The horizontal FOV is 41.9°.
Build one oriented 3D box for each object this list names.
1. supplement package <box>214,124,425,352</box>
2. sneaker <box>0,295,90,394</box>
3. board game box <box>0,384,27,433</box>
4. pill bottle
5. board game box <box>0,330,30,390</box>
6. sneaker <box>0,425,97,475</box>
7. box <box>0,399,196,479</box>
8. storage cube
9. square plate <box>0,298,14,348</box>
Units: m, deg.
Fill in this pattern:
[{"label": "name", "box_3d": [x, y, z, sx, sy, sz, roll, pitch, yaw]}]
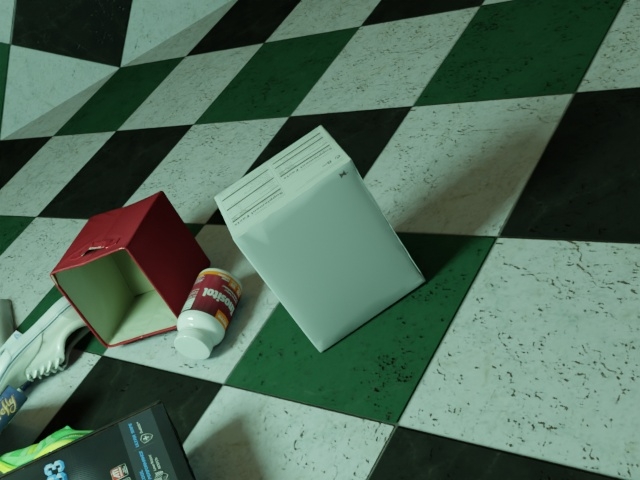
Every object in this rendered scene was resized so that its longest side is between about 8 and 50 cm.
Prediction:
[{"label": "supplement package", "box_3d": [0.000, 0.000, 1.286, 0.204, 0.262, 0.145, -34, 33, 0]}, {"label": "sneaker", "box_3d": [-0.538, 0.223, 1.610, 0.091, 0.094, 0.258, 33, 68, 12]}, {"label": "board game box", "box_3d": [-0.591, 0.349, 1.445, 0.243, 0.042, 0.165, -38, 17, 56]}, {"label": "pill bottle", "box_3d": [-0.197, 0.128, 1.452, 0.086, 0.086, 0.152, -12, 40, 30]}, {"label": "board game box", "box_3d": [-0.599, 0.239, 1.665, 0.090, 0.020, 0.090, 30, 62, 9]}, {"label": "sneaker", "box_3d": [-0.444, 0.374, 1.360, 0.295, 0.109, 0.123, -20, 1, 33]}, {"label": "box", "box_3d": [-0.299, 0.382, 1.098, 0.293, 0.073, 0.295, -23, 36, -12]}, {"label": "storage cube", "box_3d": [-0.349, 0.055, 1.568, 0.183, 0.215, 0.193, -18, 30, 24]}, {"label": "square plate", "box_3d": [-0.819, 0.259, 1.774, 0.344, 0.049, 0.347, -27, 28, -12]}]
